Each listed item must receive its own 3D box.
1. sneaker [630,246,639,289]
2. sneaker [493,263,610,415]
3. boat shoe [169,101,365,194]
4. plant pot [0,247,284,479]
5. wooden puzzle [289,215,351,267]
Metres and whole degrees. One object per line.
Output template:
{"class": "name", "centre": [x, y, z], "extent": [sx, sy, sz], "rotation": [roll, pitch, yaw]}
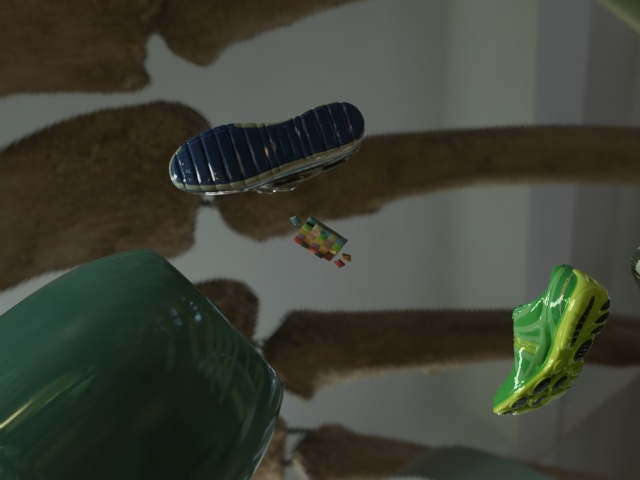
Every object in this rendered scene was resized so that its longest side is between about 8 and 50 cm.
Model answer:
{"class": "sneaker", "centre": [0.557, 0.134, 1.475], "extent": [0.258, 0.169, 0.447], "rotation": [-32, -69, 3]}
{"class": "sneaker", "centre": [0.361, 0.163, 2.115], "extent": [0.109, 0.123, 0.295], "rotation": [4, -53, -35]}
{"class": "boat shoe", "centre": [-0.046, -0.071, 1.213], "extent": [0.183, 0.066, 0.066], "rotation": [-12, -24, -1]}
{"class": "plant pot", "centre": [-0.176, 0.150, 1.198], "extent": [0.235, 0.293, 0.293], "rotation": [-44, -36, -10]}
{"class": "wooden puzzle", "centre": [0.000, 0.000, 1.463], "extent": [0.049, 0.083, 0.006], "rotation": [-51, 8, 52]}
